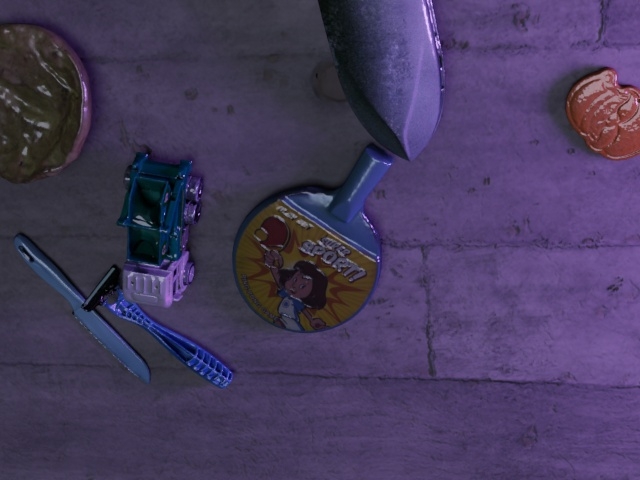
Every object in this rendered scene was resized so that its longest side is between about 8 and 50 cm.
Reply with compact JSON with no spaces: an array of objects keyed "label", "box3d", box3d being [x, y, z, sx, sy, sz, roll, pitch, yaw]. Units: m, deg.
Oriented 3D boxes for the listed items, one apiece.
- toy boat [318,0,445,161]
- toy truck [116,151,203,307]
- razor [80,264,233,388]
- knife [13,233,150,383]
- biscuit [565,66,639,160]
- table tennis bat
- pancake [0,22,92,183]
[{"label":"toy boat","box3d":[0.085,-0.243,1.532,0.141,0.092,0.320,-7,120,15]},{"label":"toy truck","box3d":[-0.240,-0.008,1.701,0.110,0.116,0.216,11,117,8]},{"label":"razor","box3d":[-0.240,0.143,1.819,0.253,0.042,0.082,36,77,-7]},{"label":"knife","box3d":[-0.369,0.111,1.846,0.044,0.019,0.313,-34,104,33]},{"label":"biscuit","box3d":[0.378,-0.160,1.537,0.130,0.019,0.102,42,118,-9]},{"label":"table tennis bat","box3d":[0.000,0.000,1.694,0.215,0.044,0.329,34,120,-3]},{"label":"pancake","box3d":[-0.427,-0.201,1.695,0.241,0.050,0.242,6,110,17]}]
